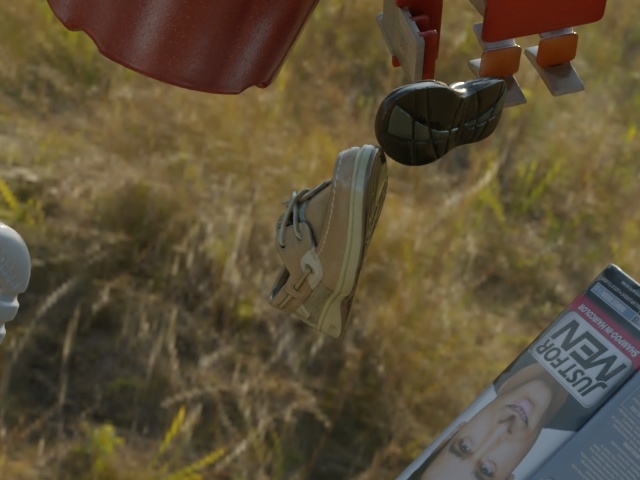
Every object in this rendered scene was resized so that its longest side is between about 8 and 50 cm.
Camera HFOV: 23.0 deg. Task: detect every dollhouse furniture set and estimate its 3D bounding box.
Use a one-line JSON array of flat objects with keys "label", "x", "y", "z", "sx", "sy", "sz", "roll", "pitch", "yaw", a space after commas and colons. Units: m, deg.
[{"label": "dollhouse furniture set", "x": 0.202, "y": -0.256, "z": 1.747, "sx": 0.259, "sy": 0.262, "sz": 0.135, "roll": -13, "pitch": 48, "yaw": -13}]

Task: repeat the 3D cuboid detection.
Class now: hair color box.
[{"label": "hair color box", "x": 0.255, "y": 0.218, "z": 1.707, "sx": 0.113, "sy": 0.374, "sz": 0.185, "roll": 43, "pitch": 3, "yaw": -24}]

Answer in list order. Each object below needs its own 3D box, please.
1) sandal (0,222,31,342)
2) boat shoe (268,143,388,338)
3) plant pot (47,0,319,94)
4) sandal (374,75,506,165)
[{"label": "sandal", "x": -0.435, "y": 0.152, "z": 1.545, "sx": 0.102, "sy": 0.416, "sz": 0.169, "roll": 32, "pitch": -9, "yaw": 34}, {"label": "boat shoe", "x": 0.000, "y": 0.000, "z": 1.553, "sx": 0.098, "sy": 0.302, "sz": 0.109, "roll": 17, "pitch": 61, "yaw": 3}, {"label": "plant pot", "x": -0.077, "y": -0.274, "z": 1.205, "sx": 0.272, "sy": 0.265, "sz": 0.272, "roll": 20, "pitch": 29, "yaw": -11}, {"label": "sandal", "x": 0.114, "y": -0.133, "z": 1.580, "sx": 0.060, "sy": 0.090, "sz": 0.219, "roll": 28, "pitch": 30, "yaw": 28}]
